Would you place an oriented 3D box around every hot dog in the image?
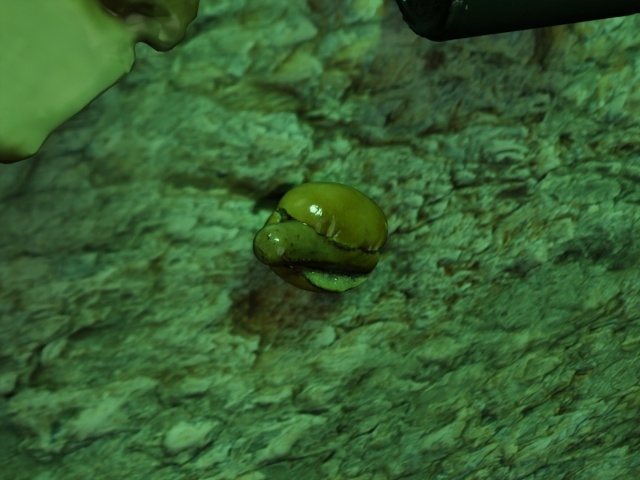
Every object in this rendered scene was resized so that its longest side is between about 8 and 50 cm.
[{"bbox_3d":[0.001,-0.002,0.811,0.090,0.060,0.140,-51,139,11],"label":"hot dog"}]

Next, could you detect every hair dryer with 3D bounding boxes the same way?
[{"bbox_3d":[0.152,-0.252,0.660,0.197,0.089,0.251,-14,129,-26],"label":"hair dryer"}]

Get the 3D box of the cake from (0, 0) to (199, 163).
[{"bbox_3d":[-0.164,-0.186,0.311,0.290,0.255,0.282,-47,142,6],"label":"cake"}]
